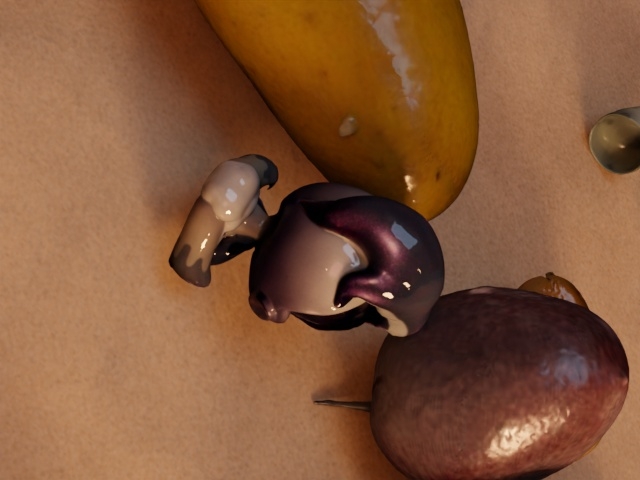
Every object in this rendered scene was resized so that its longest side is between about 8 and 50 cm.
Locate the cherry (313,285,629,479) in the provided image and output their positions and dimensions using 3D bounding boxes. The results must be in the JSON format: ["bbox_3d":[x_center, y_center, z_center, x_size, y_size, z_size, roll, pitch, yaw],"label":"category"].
[{"bbox_3d":[0.150,0.132,1.362,0.213,0.266,0.183,-24,102,-57],"label":"cherry"}]

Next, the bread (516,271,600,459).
[{"bbox_3d":[0.225,0.128,1.520,0.114,0.077,0.189,2,67,-18],"label":"bread"}]

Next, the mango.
[{"bbox_3d":[0.012,-0.221,1.389,0.445,0.220,0.301,64,15,12],"label":"mango"}]

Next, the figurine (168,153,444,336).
[{"bbox_3d":[0.000,0.000,1.294,0.222,0.145,0.145,24,48,10],"label":"figurine"}]

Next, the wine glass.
[{"bbox_3d":[0.377,-0.129,1.779,0.155,0.073,0.073,-25,86,-47],"label":"wine glass"}]
